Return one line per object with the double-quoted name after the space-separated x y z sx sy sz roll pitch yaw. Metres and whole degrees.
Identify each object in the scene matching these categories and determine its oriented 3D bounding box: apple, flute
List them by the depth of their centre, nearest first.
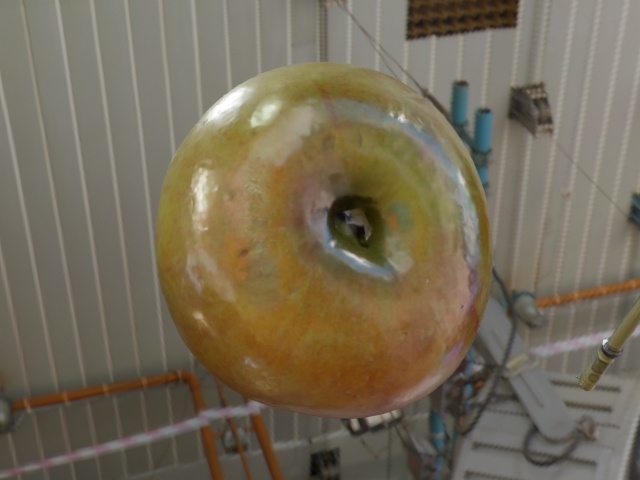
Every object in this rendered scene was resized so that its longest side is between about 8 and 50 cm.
0.000 0.000 0.556 0.182 0.155 0.182 3 -102 -15 "apple"
0.338 0.093 1.184 0.027 0.027 0.233 -1 -43 -20 "flute"
